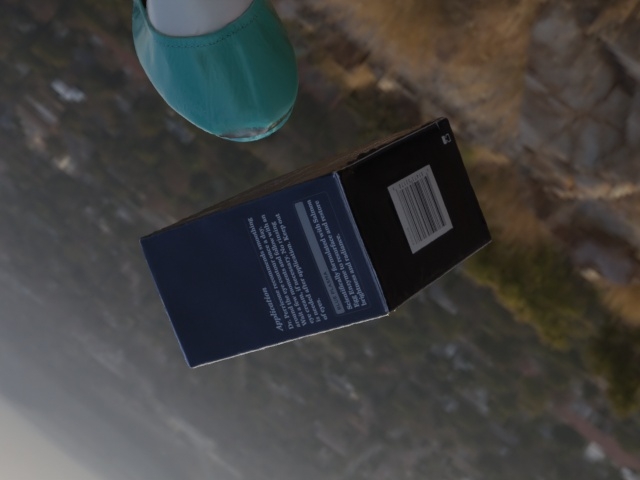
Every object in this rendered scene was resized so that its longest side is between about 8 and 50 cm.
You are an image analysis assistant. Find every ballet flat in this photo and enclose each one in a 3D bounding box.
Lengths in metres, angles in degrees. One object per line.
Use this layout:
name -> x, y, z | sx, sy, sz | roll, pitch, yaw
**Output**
ballet flat -> -0.079, -0.156, 0.812 | 0.247, 0.083, 0.087 | -115, 7, -46

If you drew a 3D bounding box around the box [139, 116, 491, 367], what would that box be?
box -> 0.000, 0.000, 0.901 | 0.158, 0.156, 0.093 | -17, 97, 34
